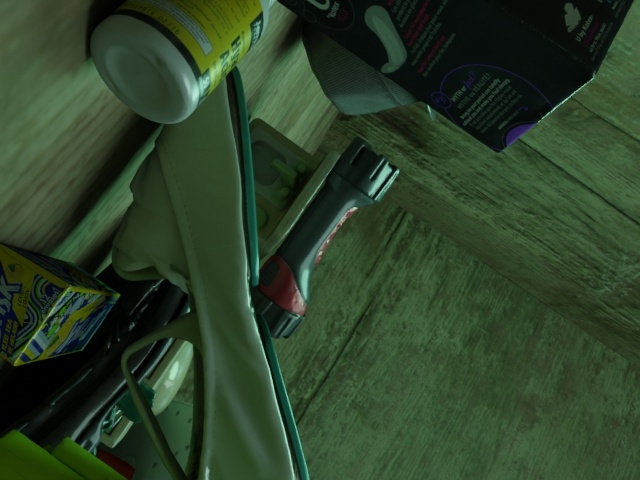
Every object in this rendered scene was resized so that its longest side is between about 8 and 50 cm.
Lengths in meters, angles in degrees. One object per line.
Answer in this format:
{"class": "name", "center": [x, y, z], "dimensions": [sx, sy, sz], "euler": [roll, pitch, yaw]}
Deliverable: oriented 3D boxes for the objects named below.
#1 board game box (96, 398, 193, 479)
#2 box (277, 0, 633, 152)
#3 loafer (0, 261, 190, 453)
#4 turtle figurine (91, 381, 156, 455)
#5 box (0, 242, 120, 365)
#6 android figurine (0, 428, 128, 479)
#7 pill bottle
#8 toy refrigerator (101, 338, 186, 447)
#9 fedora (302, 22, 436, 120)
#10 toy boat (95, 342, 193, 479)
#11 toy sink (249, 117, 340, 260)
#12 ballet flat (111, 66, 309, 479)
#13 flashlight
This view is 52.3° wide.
{"class": "board game box", "center": [-0.371, 0.464, 1.184], "dimensions": [0.390, 0.050, 0.390], "euler": [2, -133, 39]}
{"class": "box", "center": [0.117, -0.232, 0.582], "dimensions": [0.143, 0.270, 0.165], "euler": [-57, -178, -19]}
{"class": "loafer", "center": [-0.216, 0.099, 0.605], "dimensions": [0.109, 0.095, 0.302], "euler": [12, -115, 47]}
{"class": "turtle figurine", "center": [-0.242, 0.151, 0.765], "dimensions": [0.175, 0.118, 0.234], "euler": [-54, -165, 6]}
{"class": "box", "center": [-0.195, 0.046, 0.466], "dimensions": [0.059, 0.054, 0.169], "euler": [-57, -178, -9]}
{"class": "android figurine", "center": [-0.166, 0.201, 0.416], "dimensions": [0.056, 0.273, 0.248], "euler": [-55, -179, -7]}
{"class": "pill bottle", "center": [-0.069, -0.126, 0.372], "dimensions": [0.116, 0.065, 0.065], "euler": [-58, -177, -31]}
{"class": "toy refrigerator", "center": [-0.274, 0.168, 0.998], "dimensions": [0.269, 0.102, 0.094], "euler": [-56, -178, -10]}
{"class": "fedora", "center": [0.056, -0.251, 0.868], "dimensions": [0.124, 0.243, 0.275], "euler": [-24, -156, 20]}
{"class": "toy boat", "center": [-0.344, 0.276, 1.156], "dimensions": [0.318, 0.148, 0.267], "euler": [-64, -171, -14]}
{"class": "toy sink", "center": [-0.093, -0.073, 0.956], "dimensions": [0.153, 0.131, 0.234], "euler": [-57, -173, -20]}
{"class": "ballet flat", "center": [-0.099, 0.051, 0.520], "dimensions": [0.139, 0.139, 0.400], "euler": [-134, -145, -88]}
{"class": "flashlight", "center": [0.000, 0.000, 0.958], "dimensions": [0.304, 0.103, 0.103], "euler": [-53, -175, 5]}
